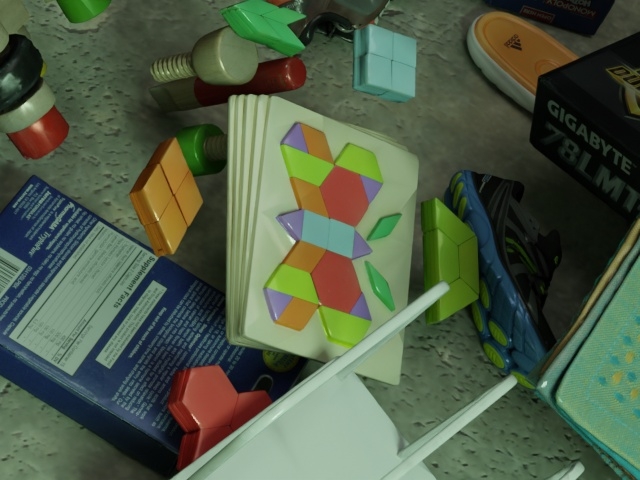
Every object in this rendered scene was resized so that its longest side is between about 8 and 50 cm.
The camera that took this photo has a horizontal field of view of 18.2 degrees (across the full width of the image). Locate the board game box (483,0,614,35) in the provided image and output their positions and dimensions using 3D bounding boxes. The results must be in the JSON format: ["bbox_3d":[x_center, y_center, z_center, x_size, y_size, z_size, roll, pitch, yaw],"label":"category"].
[{"bbox_3d":[0.155,-0.284,1.698,0.194,0.060,0.194,16,47,-11],"label":"board game box"}]

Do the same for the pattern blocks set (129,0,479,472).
[{"bbox_3d":[0.000,0.000,1.314,0.285,0.026,0.324,2,77,-41],"label":"pattern blocks set"}]

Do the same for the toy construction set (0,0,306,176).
[{"bbox_3d":[-0.196,-0.146,1.346,0.309,0.237,0.257,32,61,-41],"label":"toy construction set"}]

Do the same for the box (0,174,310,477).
[{"bbox_3d":[-0.129,0.063,1.302,0.225,0.036,0.136,31,47,3],"label":"box"}]

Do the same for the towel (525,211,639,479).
[{"bbox_3d":[0.308,0.040,1.242,0.271,0.040,0.370,44,63,-16],"label":"towel"}]

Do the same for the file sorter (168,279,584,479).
[{"bbox_3d":[0.064,0.196,1.144,0.193,0.173,0.277,-34,85,-38],"label":"file sorter"}]

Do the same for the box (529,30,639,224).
[{"bbox_3d":[0.356,-0.070,1.446,0.293,0.073,0.295,-26,49,-27],"label":"box"}]

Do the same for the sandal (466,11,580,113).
[{"bbox_3d":[0.233,-0.110,1.575,0.265,0.076,0.102,37,48,8],"label":"sandal"}]

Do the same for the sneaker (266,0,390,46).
[{"bbox_3d":[0.027,-0.187,1.578,0.158,0.061,0.065,-21,90,-34],"label":"sneaker"}]

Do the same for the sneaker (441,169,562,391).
[{"bbox_3d":[0.144,0.022,1.433,0.078,0.067,0.188,-1,50,-17],"label":"sneaker"}]
